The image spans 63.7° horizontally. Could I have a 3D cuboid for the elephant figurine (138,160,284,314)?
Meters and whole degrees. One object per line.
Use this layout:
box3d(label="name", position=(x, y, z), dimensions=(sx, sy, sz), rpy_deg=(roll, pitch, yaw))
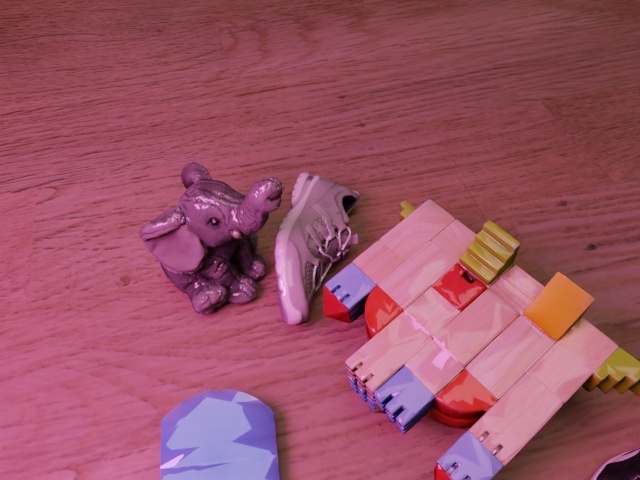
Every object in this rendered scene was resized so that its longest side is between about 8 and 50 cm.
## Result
box3d(label="elephant figurine", position=(-0.154, -0.026, 0.703), dimensions=(0.186, 0.239, 0.169), rpy_deg=(-14, 53, -12))

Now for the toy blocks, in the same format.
box3d(label="toy blocks", position=(0.147, 0.130, 0.644), dimensions=(0.261, 0.190, 0.381), rpy_deg=(-38, 61, -14))

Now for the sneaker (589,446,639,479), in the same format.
box3d(label="sneaker", position=(0.390, 0.246, 0.568), dimensions=(0.217, 0.121, 0.079), rpy_deg=(-24, 54, -19))

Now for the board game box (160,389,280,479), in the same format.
box3d(label="board game box", position=(-0.117, 0.263, 0.605), dimensions=(0.133, 0.033, 0.168), rpy_deg=(-4, 57, -10))

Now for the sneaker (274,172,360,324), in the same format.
box3d(label="sneaker", position=(0.000, 0.000, 0.772), dimensions=(0.116, 0.105, 0.281), rpy_deg=(7, 51, 5))
